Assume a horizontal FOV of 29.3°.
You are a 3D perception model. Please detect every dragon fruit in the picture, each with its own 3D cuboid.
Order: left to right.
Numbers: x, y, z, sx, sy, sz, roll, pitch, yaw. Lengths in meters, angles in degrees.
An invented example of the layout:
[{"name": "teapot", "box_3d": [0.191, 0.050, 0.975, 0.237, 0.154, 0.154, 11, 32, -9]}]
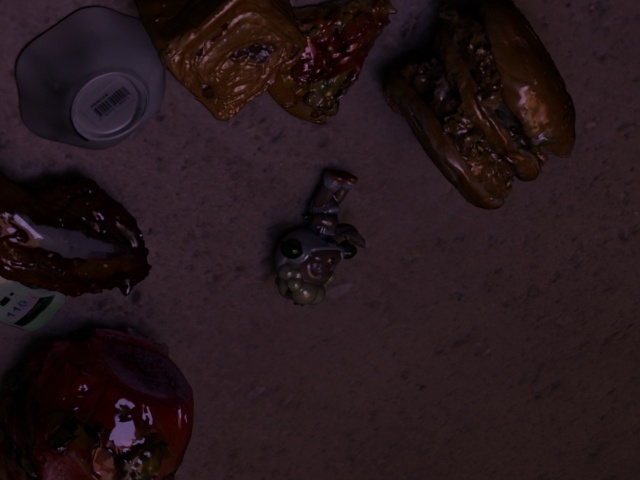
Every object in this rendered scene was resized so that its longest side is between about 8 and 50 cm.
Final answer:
[{"name": "dragon fruit", "box_3d": [-0.305, 0.278, 1.629, 0.250, 0.269, 0.291, 24, 109, -34]}]

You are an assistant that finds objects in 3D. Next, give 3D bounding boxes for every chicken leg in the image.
[{"name": "chicken leg", "box_3d": [-0.340, -0.040, 1.405, 0.407, 0.095, 0.158, 43, 65, -41]}]

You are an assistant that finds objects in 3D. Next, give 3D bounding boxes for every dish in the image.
[{"name": "dish", "box_3d": [-0.250, -0.167, 1.393, 0.190, 0.066, 0.191, -18, 136, -19]}]

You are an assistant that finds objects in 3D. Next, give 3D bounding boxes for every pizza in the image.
[{"name": "pizza", "box_3d": [0.011, -0.239, 1.509, 0.193, 0.053, 0.201, -42, 138, 7]}]

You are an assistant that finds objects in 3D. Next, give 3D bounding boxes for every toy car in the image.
[{"name": "toy car", "box_3d": [-0.403, 0.043, 1.476, 0.090, 0.076, 0.224, -42, 138, 9]}]

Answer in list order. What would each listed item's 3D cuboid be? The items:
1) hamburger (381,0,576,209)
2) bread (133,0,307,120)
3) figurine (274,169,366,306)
[{"name": "hamburger", "box_3d": [0.207, -0.179, 1.575, 0.211, 0.245, 0.261, -33, 100, 10]}, {"name": "bread", "box_3d": [-0.110, -0.246, 1.358, 0.149, 0.143, 0.158, -34, 139, 6]}, {"name": "figurine", "box_3d": [0.001, 0.001, 1.692, 0.147, 0.093, 0.197, 2, 127, -49]}]
